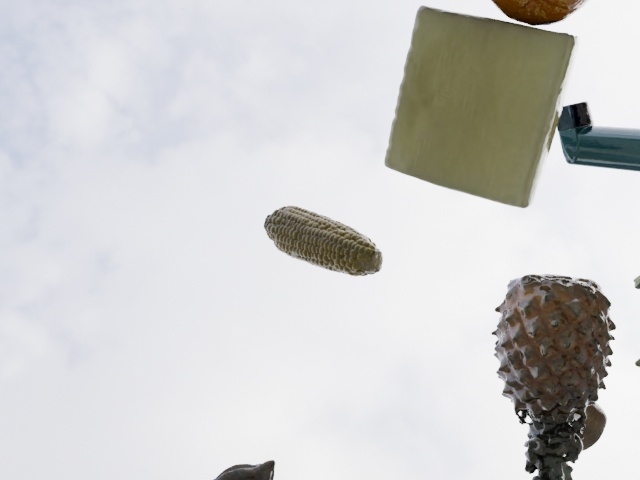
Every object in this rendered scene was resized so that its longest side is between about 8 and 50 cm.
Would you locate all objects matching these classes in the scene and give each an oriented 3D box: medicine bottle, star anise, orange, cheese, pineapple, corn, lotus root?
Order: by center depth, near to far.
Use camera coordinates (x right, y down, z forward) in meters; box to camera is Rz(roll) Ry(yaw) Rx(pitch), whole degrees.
[{"bbox_3d":[-0.130,0.334,0.931,0.073,0.197,0.212,46,-48,6],"label":"star anise"},{"bbox_3d":[0.324,0.228,1.095,0.175,0.175,0.361,4,-90,-11],"label":"pineapple"},{"bbox_3d":[0.322,-0.401,1.121,0.178,0.177,0.155,18,-103,-15],"label":"orange"},{"bbox_3d":[0.246,-0.206,1.195,0.243,0.124,0.265,20,-72,27],"label":"cheese"},{"bbox_3d":[0.000,0.000,1.395,0.097,0.262,0.097,-27,-54,-44],"label":"corn"},{"bbox_3d":[0.565,-0.193,1.454,0.079,0.258,0.124,-16,-67,-42],"label":"medicine bottle"},{"bbox_3d":[0.561,0.400,1.686,0.081,0.112,0.122,35,-81,-7],"label":"lotus root"}]

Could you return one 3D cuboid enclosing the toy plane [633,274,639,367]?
[{"bbox_3d":[0.457,0.082,0.789,0.242,0.104,0.256,38,-50,6],"label":"toy plane"}]
